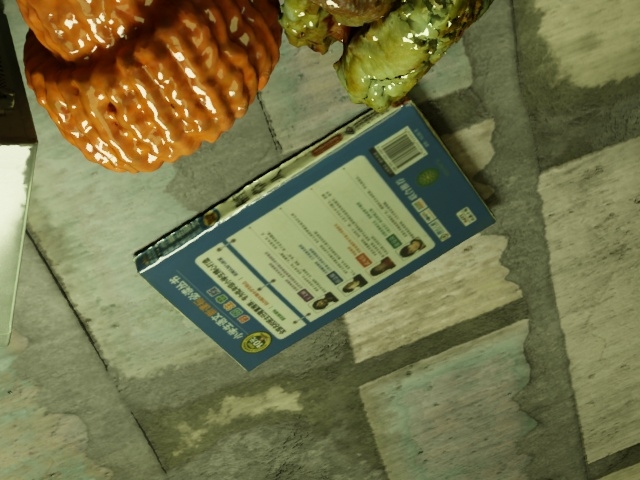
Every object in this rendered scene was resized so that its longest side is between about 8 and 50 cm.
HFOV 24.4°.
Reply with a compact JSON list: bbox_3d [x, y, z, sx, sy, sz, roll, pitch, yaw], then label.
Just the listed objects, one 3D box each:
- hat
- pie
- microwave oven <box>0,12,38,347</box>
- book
[{"bbox_3d":[-0.208,-0.281,1.450,0.285,0.285,0.400,-25,133,3],"label":"hat"},{"bbox_3d":[0.133,-0.332,1.441,0.418,0.180,0.395,-52,178,-7],"label":"pie"},{"bbox_3d":[-0.543,-0.065,1.552,0.432,0.236,0.374,-2,135,-22],"label":"microwave oven"},{"bbox_3d":[0.000,0.000,2.005,0.428,0.039,0.300,-31,138,9],"label":"book"}]
